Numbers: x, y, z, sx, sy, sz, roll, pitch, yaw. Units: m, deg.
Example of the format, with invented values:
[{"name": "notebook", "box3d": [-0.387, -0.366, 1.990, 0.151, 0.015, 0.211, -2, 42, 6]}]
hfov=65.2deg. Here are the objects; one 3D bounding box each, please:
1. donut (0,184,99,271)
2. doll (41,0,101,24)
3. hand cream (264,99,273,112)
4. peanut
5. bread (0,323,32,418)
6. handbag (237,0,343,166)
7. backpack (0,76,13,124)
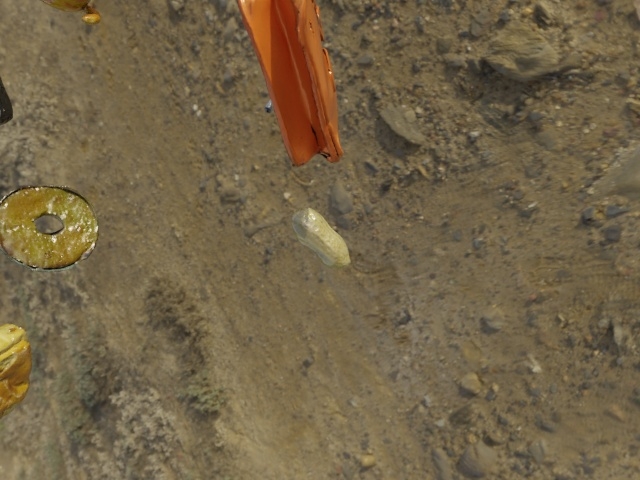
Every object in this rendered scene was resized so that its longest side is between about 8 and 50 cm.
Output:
[{"name": "donut", "box3d": [-0.773, -0.032, 1.409, 0.107, 0.272, 0.271, -13, 89, 45]}, {"name": "doll", "box3d": [-0.589, -0.663, 1.153, 0.166, 0.162, 0.269, 50, 132, 25]}, {"name": "hand cream", "box3d": [-0.115, -0.355, 1.267, 0.019, 0.093, 0.030, 4, 140, 36]}, {"name": "peanut", "box3d": [0.000, 0.000, 1.365, 0.099, 0.090, 0.214, -36, 106, 32]}, {"name": "bread", "box3d": [-0.688, 0.295, 0.989, 0.099, 0.235, 0.210, 29, 120, 18]}, {"name": "handbag", "box3d": [-0.039, -0.374, 1.014, 0.116, 0.410, 0.303, -6, 54, 9]}, {"name": "backpack", "box3d": [-0.957, -0.410, 1.427, 0.120, 0.106, 0.165, -21, 97, 11]}]
